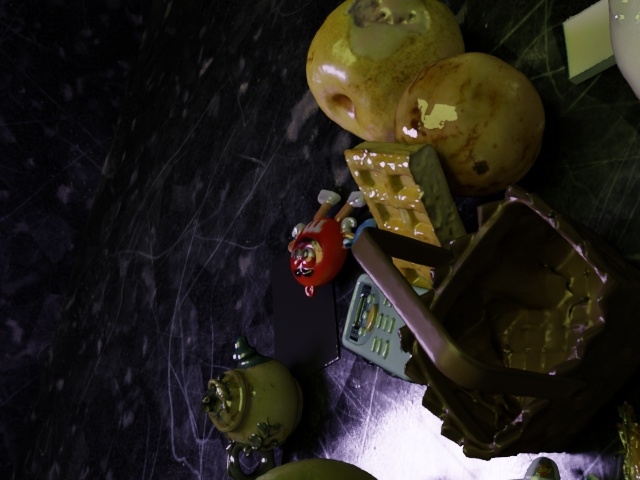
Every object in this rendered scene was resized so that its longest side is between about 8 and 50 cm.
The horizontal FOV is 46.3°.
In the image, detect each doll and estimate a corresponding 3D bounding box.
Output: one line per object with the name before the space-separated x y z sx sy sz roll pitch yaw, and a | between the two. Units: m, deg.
doll | 0.000 0.000 1.426 0.183 0.085 0.217 8 70 53

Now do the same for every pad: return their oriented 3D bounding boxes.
pad | -0.036 0.133 1.485 0.202 0.005 0.299 -38 45 40

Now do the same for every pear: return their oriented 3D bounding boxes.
pear | 0.115 -0.300 1.265 0.271 0.271 0.271 -31 49 45

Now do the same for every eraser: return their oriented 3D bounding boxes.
eraser | 0.408 -0.296 1.038 0.150 0.023 0.103 -26 53 47

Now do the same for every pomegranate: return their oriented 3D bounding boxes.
pomegranate | 0.221 -0.171 1.100 0.215 0.215 0.215 -31 49 45

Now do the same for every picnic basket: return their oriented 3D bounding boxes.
picnic basket | 0.205 0.094 0.871 0.291 0.321 0.254 -59 38 22

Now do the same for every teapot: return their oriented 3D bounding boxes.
teapot | -0.139 0.311 1.375 0.173 0.183 0.269 -13 67 50

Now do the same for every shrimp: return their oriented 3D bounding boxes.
shrimp | 0.340 0.279 0.835 0.124 0.034 0.178 -48 41 42

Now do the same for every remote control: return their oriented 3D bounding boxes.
remote control | 0.109 0.131 1.160 0.296 0.056 0.140 -169 93 -73

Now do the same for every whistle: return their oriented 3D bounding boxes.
whistle | 0.116 0.002 1.278 0.158 0.090 0.090 -2 67 14

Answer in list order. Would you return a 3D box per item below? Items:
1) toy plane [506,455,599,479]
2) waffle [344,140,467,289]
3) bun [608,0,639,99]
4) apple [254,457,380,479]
toy plane | 0.250 0.393 0.874 0.182 0.107 0.273 -9 88 24
waffle | 0.143 -0.025 1.109 0.057 0.274 0.168 -35 23 -20
bun | 0.474 -0.262 0.762 0.360 0.211 0.359 -13 74 55
apple | 0.001 0.469 1.020 0.233 0.258 0.295 38 105 54
